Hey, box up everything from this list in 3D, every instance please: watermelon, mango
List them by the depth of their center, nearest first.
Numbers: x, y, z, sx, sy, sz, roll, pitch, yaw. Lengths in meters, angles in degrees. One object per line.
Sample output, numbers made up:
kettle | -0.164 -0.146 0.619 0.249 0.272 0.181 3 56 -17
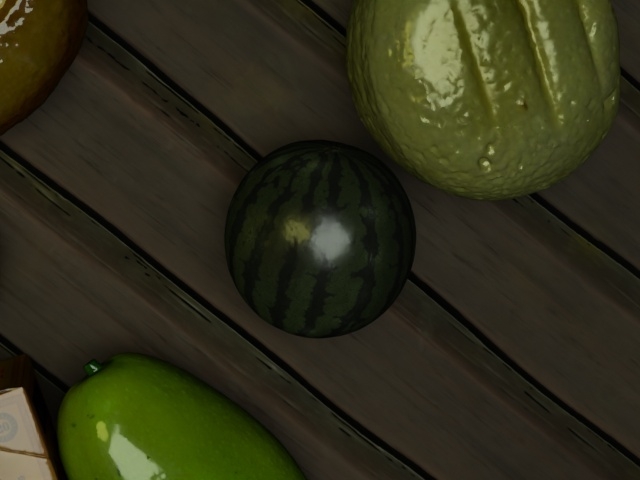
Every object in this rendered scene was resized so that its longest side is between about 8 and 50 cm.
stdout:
watermelon | 0.000 0.000 1.899 0.212 0.212 0.212 -1 97 -8
mango | -0.135 0.260 1.929 0.343 0.156 0.192 35 64 -17

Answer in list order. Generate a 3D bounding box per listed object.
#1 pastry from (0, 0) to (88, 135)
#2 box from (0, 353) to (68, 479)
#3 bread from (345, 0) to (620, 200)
pastry | -0.404 -0.269 1.834 0.356 0.164 0.356 -1 101 -4
box | -0.303 0.272 1.902 0.076 0.174 0.274 -19 99 -6
bread | 0.173 -0.201 1.881 0.320 0.237 0.321 -2 101 -9
